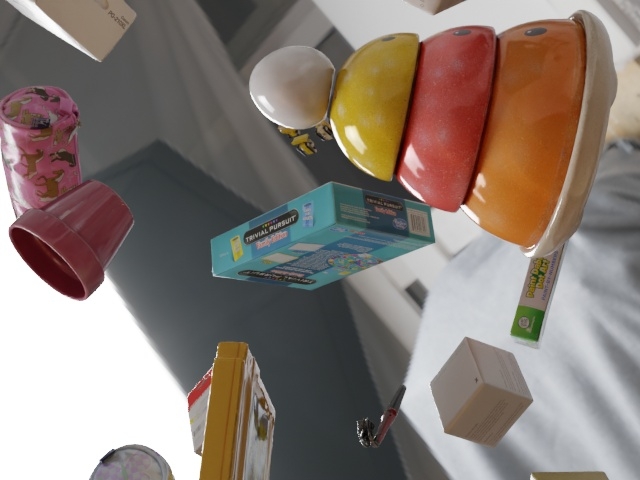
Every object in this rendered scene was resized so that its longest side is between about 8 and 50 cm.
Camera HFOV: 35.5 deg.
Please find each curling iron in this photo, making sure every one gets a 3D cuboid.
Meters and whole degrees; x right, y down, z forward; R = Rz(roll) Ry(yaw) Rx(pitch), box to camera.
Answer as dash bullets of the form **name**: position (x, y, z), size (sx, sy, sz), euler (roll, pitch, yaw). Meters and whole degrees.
- **curling iron**: position (0.151, 0.392, 2.288), size (0.035, 0.068, 0.274), euler (-24, 5, 30)

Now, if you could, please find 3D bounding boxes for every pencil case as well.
- **pencil case**: position (-0.247, 0.408, 1.415), size (0.124, 0.113, 0.273), euler (-40, -37, -28)
- **pencil case**: position (-0.602, -0.143, 2.200), size (0.160, 0.167, 0.386), euler (-31, -39, -35)

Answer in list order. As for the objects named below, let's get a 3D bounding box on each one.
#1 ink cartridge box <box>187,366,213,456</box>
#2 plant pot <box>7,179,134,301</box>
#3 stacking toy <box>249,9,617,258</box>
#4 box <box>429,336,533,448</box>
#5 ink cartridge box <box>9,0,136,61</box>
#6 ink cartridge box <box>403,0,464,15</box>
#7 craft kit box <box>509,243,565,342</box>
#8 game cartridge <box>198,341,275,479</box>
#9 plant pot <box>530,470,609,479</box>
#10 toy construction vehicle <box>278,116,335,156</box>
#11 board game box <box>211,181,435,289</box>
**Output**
- **ink cartridge box**: position (-0.226, 0.383, 2.244), size (0.134, 0.078, 0.231), euler (-49, 24, 11)
- **plant pot**: position (-0.468, -0.013, 1.937), size (0.180, 0.201, 0.201), euler (-50, 5, -30)
- **stacking toy**: position (0.136, -0.181, 1.397), size (0.350, 0.480, 0.350), euler (-170, 90, -89)
- **box**: position (0.218, 0.209, 1.375), size (0.101, 0.087, 0.102), euler (-57, 25, 27)
- **ink cartridge box**: position (-0.428, -0.398, 1.561), size (0.100, 0.237, 0.172), euler (-55, -33, -4)
- **ink cartridge box**: position (0.194, -0.381, 1.233), size (0.225, 0.056, 0.181), euler (-42, -19, -58)
- **craft kit box**: position (0.405, 0.069, 1.819), size (0.250, 0.061, 0.246), euler (38, -115, -74)
- **game cartridge**: position (-0.108, 0.311, 1.312), size (0.323, 0.053, 0.285), euler (85, -171, -66)
- **plant pot**: position (0.266, 0.288, 1.029), size (0.081, 0.081, 0.083), euler (-1, 1, -1)
- **toy construction vehicle**: position (-0.021, -0.198, 1.788), size (0.086, 0.098, 0.035), euler (-17, 54, 35)
- **board game box**: position (0.000, 0.000, 1.847), size (0.254, 0.079, 0.336), euler (11, -24, -42)
